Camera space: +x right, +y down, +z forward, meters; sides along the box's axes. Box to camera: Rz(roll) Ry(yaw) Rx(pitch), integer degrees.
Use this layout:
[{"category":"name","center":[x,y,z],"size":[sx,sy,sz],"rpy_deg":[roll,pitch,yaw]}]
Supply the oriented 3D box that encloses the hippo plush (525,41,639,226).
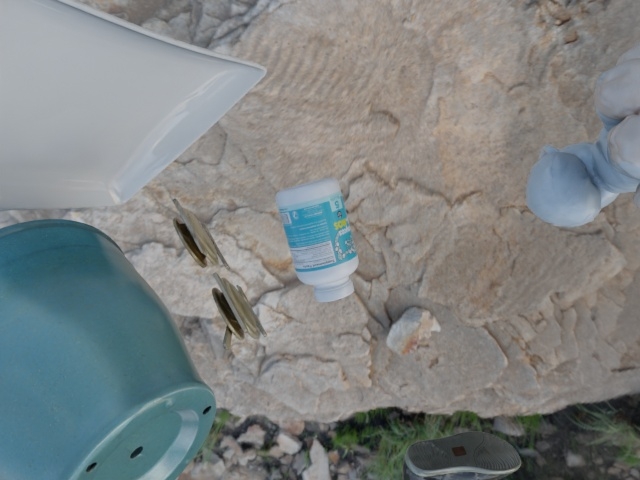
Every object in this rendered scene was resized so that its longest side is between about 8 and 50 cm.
[{"category":"hippo plush","center":[0.426,-0.140,0.755],"size":[0.237,0.294,0.234],"rpy_deg":[-20,99,55]}]

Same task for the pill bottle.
[{"category":"pill bottle","center":[0.000,0.000,1.140],"size":[0.146,0.146,0.263],"rpy_deg":[-13,100,11]}]

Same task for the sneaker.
[{"category":"sneaker","center":[0.254,0.427,0.948],"size":[0.222,0.083,0.118],"rpy_deg":[3,126,-9]}]

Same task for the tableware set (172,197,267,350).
[{"category":"tableware set","center":[-0.140,0.047,0.643],"size":[0.039,0.128,0.194],"rpy_deg":[-31,76,-3]}]

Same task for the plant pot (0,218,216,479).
[{"category":"plant pot","center":[-0.261,0.154,0.550],"size":[0.255,0.272,0.271],"rpy_deg":[33,112,27]}]

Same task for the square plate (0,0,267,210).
[{"category":"square plate","center":[-0.285,-0.138,0.584],"size":[0.347,0.344,0.049],"rpy_deg":[-33,77,29]}]
